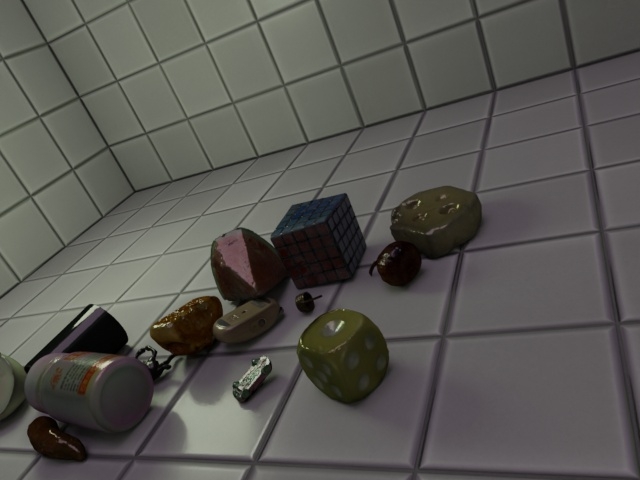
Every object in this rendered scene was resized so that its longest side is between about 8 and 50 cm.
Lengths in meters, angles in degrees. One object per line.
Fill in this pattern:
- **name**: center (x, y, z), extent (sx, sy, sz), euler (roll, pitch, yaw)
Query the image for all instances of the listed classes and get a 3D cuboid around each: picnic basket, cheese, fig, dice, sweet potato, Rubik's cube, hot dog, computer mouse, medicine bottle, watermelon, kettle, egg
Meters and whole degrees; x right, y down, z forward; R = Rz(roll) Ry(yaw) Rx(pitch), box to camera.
- **picnic basket**: center (-0.034, 0.195, 1.733), extent (0.083, 0.072, 0.072), euler (-24, 23, 24)
- **cheese**: center (0.387, -0.067, 1.827), extent (0.317, 0.115, 0.326), euler (-12, 27, 25)
- **fig**: center (0.222, 0.067, 1.707), extent (0.146, 0.134, 0.201), euler (-25, 14, -25)
- **dice**: center (0.057, 0.287, 1.352), extent (0.166, 0.170, 0.169), euler (-39, 28, -30)
- **sweet potato**: center (-0.796, 0.598, 1.596), extent (0.291, 0.098, 0.097), euler (8, 39, 42)
- **Rubik's cube**: center (0.000, 0.000, 1.895), extent (0.237, 0.238, 0.237), euler (-13, 25, 25)
- **hot dog**: center (-0.428, 0.297, 1.785), extent (0.150, 0.153, 0.256), euler (-11, 14, 36)
- **computer mouse**: center (-0.237, 0.266, 1.756), extent (0.236, 0.082, 0.145), euler (-27, 21, -31)
- **medicine bottle**: center (-0.716, 0.455, 1.646), extent (0.388, 0.219, 0.219), euler (-5, 31, 35)
- **watermelon**: center (-0.231, 0.088, 1.916), extent (0.292, 0.283, 0.250), euler (18, 51, 40)
- **kettle**: center (-0.901, 0.404, 1.950), extent (0.262, 0.203, 0.308), euler (1, 38, 39)
- **egg**: center (-1.152, 0.548, 1.933), extent (0.206, 0.162, 0.271), euler (18, 75, 12)

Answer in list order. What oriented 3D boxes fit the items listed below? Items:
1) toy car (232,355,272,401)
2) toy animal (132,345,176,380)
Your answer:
- **toy car**: center (-0.187, 0.389, 1.505), extent (0.142, 0.055, 0.069), euler (-49, 31, -17)
- **toy animal**: center (-0.570, 0.426, 1.764), extent (0.232, 0.085, 0.148), euler (-18, 38, 19)
